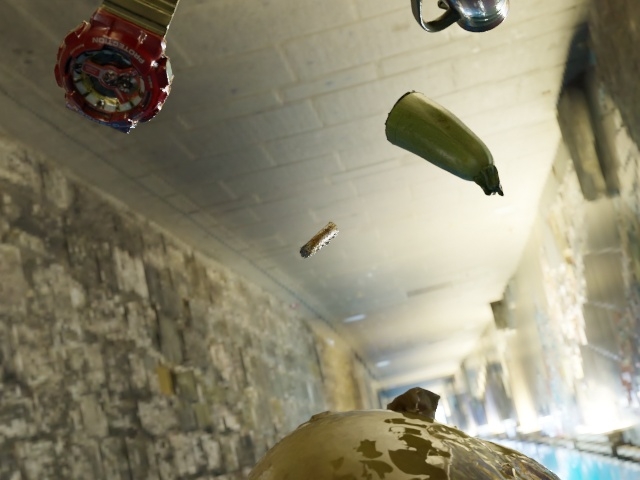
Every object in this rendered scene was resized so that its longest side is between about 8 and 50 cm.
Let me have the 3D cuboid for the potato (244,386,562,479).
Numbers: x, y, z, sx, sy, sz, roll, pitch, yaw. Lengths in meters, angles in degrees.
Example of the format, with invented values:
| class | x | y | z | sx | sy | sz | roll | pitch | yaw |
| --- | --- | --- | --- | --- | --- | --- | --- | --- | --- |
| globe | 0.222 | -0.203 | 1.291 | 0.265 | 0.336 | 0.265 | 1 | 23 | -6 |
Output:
| class | x | y | z | sx | sy | sz | roll | pitch | yaw |
| --- | --- | --- | --- | --- | --- | --- | --- | --- | --- |
| potato | 0.131 | 0.326 | 0.875 | 0.442 | 0.385 | 0.319 | 27 | 140 | -5 |

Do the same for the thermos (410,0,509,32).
| class | x | y | z | sx | sy | sz | roll | pitch | yaw |
| --- | --- | --- | --- | --- | --- | --- | --- | --- | --- |
| thermos | 0.205 | -0.402 | 1.414 | 0.176 | 0.146 | 0.265 | -31 | 154 | 4 |

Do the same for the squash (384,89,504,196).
| class | x | y | z | sx | sy | sz | roll | pitch | yaw |
| --- | --- | --- | --- | --- | --- | --- | --- | --- | --- |
| squash | 0.196 | -0.132 | 1.433 | 0.094 | 0.224 | 0.094 | -27 | 140 | -26 |

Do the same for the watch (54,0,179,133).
| class | x | y | z | sx | sy | sz | roll | pitch | yaw |
| --- | --- | --- | --- | --- | --- | --- | --- | --- | --- |
| watch | -0.171 | -0.213 | 0.927 | 0.102 | 0.268 | 0.165 | 24 | 120 | -11 |

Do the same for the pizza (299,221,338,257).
| class | x | y | z | sx | sy | sz | roll | pitch | yaw |
| --- | --- | --- | --- | --- | --- | --- | --- | --- | --- |
| pizza | 0.000 | 0.000 | 0.916 | 0.037 | 0.016 | 0.083 | -40 | -179 | 21 |
